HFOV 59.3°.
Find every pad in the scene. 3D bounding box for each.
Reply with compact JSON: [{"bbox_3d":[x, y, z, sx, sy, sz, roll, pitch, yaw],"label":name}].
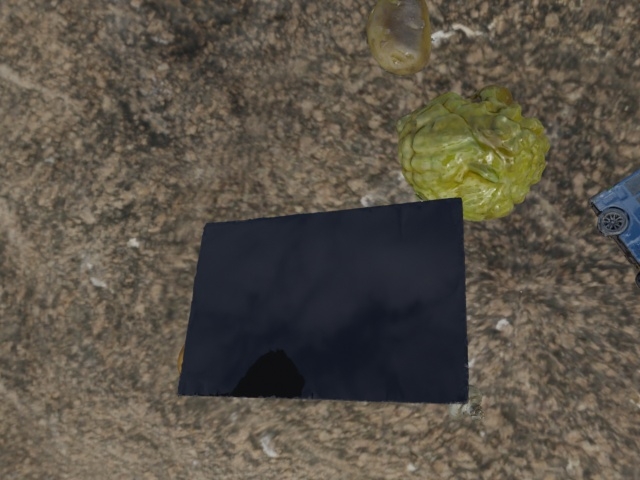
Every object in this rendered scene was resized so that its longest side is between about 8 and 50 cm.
[{"bbox_3d":[-0.005,0.060,0.569,0.300,0.005,0.202,-5,65,21],"label":"pad"}]

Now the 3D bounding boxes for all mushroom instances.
[{"bbox_3d":[0.311,0.349,1.183,0.085,0.085,0.079,-52,45,8],"label":"mushroom"}]

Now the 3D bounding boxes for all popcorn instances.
[{"bbox_3d":[0.241,-0.159,0.952,0.237,0.206,0.251,-32,53,-9],"label":"popcorn"}]

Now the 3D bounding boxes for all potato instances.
[{"bbox_3d":[0.189,-0.474,1.257,0.164,0.081,0.200,-2,84,-10],"label":"potato"}]

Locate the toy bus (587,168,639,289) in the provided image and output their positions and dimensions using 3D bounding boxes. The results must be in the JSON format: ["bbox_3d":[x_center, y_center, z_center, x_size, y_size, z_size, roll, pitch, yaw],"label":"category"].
[{"bbox_3d":[0.545,0.004,0.894,0.133,0.116,0.234,-36,74,17],"label":"toy bus"}]

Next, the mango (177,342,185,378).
[{"bbox_3d":[-0.218,0.218,1.142,0.178,0.115,0.090,-48,58,-3],"label":"mango"}]
